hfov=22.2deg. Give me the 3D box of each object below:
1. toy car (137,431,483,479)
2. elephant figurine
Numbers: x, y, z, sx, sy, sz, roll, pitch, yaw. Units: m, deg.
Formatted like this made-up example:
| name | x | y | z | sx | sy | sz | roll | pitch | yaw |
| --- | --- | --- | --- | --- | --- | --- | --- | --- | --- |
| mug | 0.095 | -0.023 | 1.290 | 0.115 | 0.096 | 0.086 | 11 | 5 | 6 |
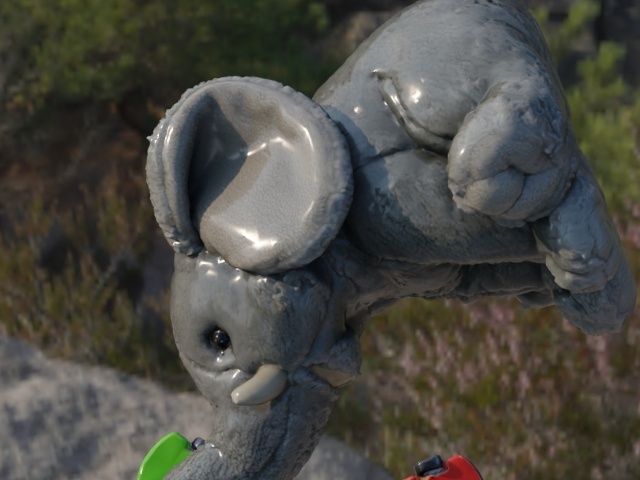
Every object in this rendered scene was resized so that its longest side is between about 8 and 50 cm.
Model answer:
| name | x | y | z | sx | sy | sz | roll | pitch | yaw |
| --- | --- | --- | --- | --- | --- | --- | --- | --- | --- |
| toy car | -0.027 | 0.213 | 1.154 | 0.225 | 0.053 | 0.239 | 33 | 75 | 5 |
| elephant figurine | 0.000 | 0.000 | 0.709 | 0.239 | 0.169 | 0.186 | -21 | 26 | 12 |
